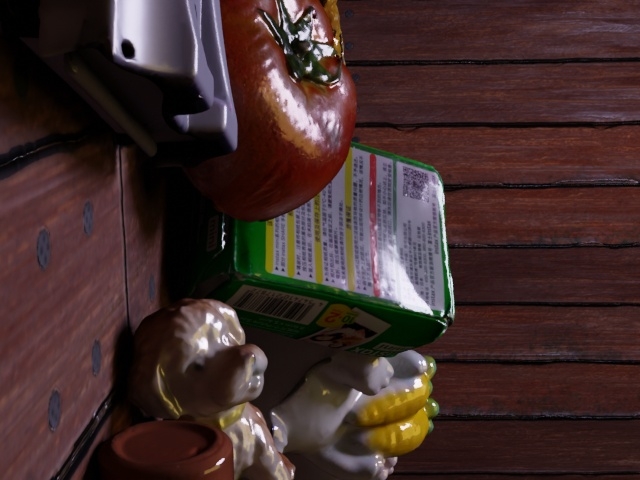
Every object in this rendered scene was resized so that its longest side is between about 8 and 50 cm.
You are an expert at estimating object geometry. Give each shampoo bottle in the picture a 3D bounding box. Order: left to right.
[{"bbox_3d":[-0.090,0.235,0.597,0.085,0.085,0.244,-81,170,-80],"label":"shampoo bottle"}]

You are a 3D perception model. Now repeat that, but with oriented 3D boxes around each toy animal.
[{"bbox_3d":[-0.096,0.111,0.712,0.184,0.104,0.185,38,-26,56],"label":"toy animal"},{"bbox_3d":[-0.010,0.188,1.062,0.310,0.247,0.183,56,48,-59],"label":"toy animal"}]

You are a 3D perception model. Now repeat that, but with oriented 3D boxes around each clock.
[{"bbox_3d":[-0.093,-0.150,0.527,0.253,0.083,0.186,77,14,-84],"label":"clock"}]

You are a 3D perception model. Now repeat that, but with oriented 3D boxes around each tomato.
[{"bbox_3d":[-0.044,-0.130,0.739,0.225,0.085,0.225,29,55,-50],"label":"tomato"}]

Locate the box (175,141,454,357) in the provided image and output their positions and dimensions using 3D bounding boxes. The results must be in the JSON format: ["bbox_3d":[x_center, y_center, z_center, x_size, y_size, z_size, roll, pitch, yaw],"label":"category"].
[{"bbox_3d":[0.000,0.000,0.884,0.103,0.250,0.180,-31,-129,51],"label":"box"}]

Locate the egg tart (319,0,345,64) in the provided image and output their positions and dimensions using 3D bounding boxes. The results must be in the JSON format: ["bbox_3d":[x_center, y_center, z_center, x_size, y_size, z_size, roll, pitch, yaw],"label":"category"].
[{"bbox_3d":[-0.065,-0.181,1.028,0.297,0.132,0.297,2,90,-73],"label":"egg tart"}]
